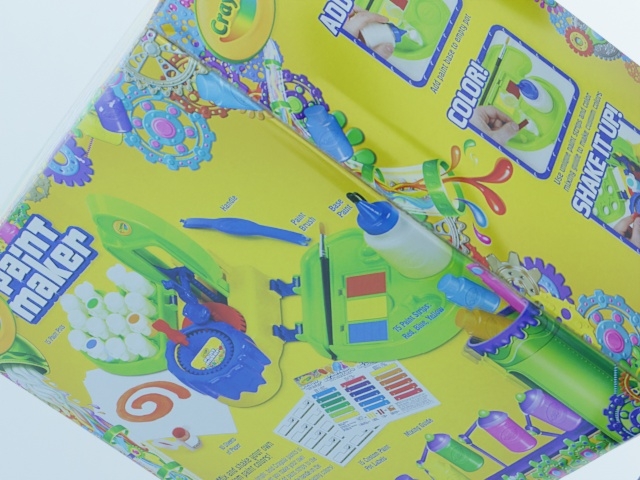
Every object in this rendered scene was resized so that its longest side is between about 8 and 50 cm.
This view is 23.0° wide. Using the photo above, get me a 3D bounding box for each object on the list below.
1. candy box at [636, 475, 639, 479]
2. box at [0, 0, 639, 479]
[{"bbox_3d":[0.146,0.243,0.552,0.122,0.268,0.317,13,-130,-3],"label":"candy box"},{"bbox_3d":[0.000,0.000,0.790,0.279,0.290,0.177,35,-130,-12],"label":"box"}]
